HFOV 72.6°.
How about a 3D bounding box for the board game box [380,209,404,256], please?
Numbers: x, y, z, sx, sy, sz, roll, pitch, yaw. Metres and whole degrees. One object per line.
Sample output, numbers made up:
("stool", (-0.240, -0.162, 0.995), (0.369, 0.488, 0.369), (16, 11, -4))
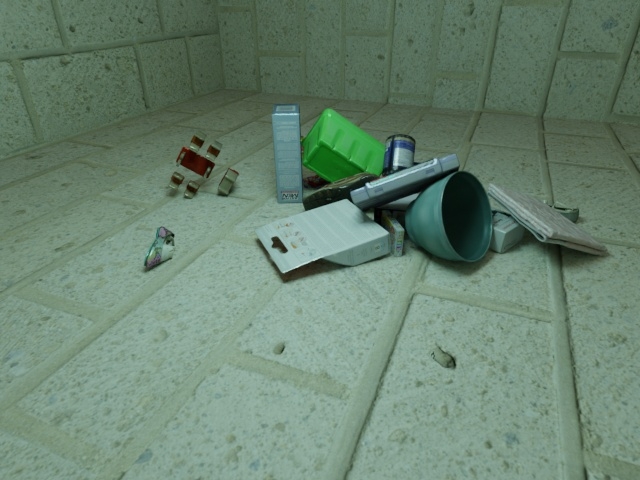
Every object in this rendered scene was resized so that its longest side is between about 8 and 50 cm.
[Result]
("board game box", (0.247, -0.026, 1.516), (0.026, 0.104, 0.154), (-6, 30, -10))

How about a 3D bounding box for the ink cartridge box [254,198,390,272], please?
("ink cartridge box", (0.000, 0.000, 1.512), (0.384, 0.091, 0.308), (-20, 35, -17))

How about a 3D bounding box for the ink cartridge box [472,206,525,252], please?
("ink cartridge box", (0.607, -0.052, 1.577), (0.153, 0.087, 0.208), (-24, 39, -35))

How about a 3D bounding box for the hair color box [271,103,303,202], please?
("hair color box", (-0.135, -0.365, 1.835), (0.113, 0.375, 0.185), (-1, 30, -2))

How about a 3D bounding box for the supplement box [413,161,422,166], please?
("supplement box", (0.452, -0.312, 2.037), (0.056, 0.083, 0.083), (10, 31, 16))

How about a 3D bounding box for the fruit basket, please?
("fruit basket", (0.116, -0.401, 1.925), (0.391, 0.283, 0.392), (17, 52, -24))

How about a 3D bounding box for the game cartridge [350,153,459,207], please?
("game cartridge", (0.288, -0.192, 1.484), (0.354, 0.068, 0.230), (-19, -12, 12))

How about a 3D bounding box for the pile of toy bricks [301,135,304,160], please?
("pile of toy bricks", (-0.101, -0.515, 2.370), (0.118, 0.105, 0.212), (9, 31, 16))

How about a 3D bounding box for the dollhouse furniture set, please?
("dollhouse furniture set", (-0.494, -0.311, 1.897), (0.259, 0.262, 0.135), (29, 22, -18))

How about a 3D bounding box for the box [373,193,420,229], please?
("box", (0.357, -0.113, 1.684), (0.289, 0.087, 0.169), (7, 31, 11))

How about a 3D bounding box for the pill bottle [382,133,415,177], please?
("pill bottle", (0.313, -0.305, 1.757), (0.122, 0.219, 0.123), (8, -12, 2))

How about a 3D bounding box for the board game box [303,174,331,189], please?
("board game box", (-0.016, -0.285, 2.041), (0.133, 0.033, 0.169), (-2, 29, -4))

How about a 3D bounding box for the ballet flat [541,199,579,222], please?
("ballet flat", (0.911, -0.130, 1.733), (0.213, 0.068, 0.072), (19, 35, 31))

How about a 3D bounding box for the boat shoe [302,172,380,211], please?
("boat shoe", (0.088, -0.186, 1.743), (0.323, 0.123, 0.120), (-16, 24, 6))

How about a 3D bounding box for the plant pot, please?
("plant pot", (0.411, -0.070, 1.458), (0.293, 0.293, 0.196), (-26, 12, -38))

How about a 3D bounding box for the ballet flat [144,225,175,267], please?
("ballet flat", (-0.533, 0.022, 1.475), (0.079, 0.077, 0.221), (14, 26, -15))

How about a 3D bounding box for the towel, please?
("towel", (0.782, -0.074, 1.530), (0.316, 0.053, 0.332), (10, 31, -28))
